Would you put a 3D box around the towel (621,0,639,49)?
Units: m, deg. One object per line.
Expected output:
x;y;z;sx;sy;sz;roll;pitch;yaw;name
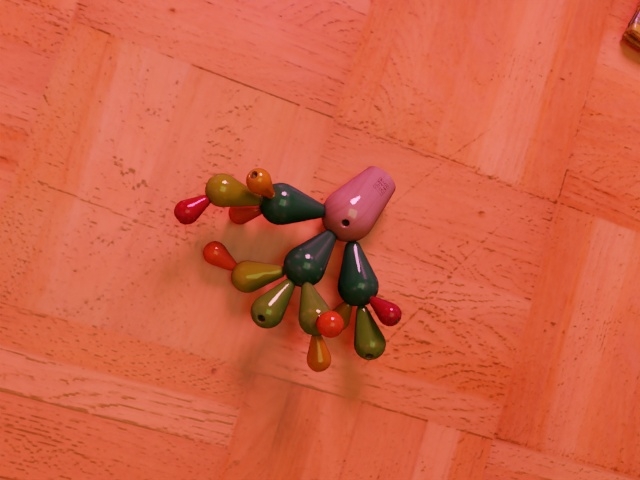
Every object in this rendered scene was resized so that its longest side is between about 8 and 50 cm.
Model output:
0.413;-0.298;0.692;0.102;0.021;0.237;29;81;-16;towel

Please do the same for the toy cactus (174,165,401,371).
0.000;0.000;0.555;0.219;0.112;0.180;42;70;1;toy cactus
